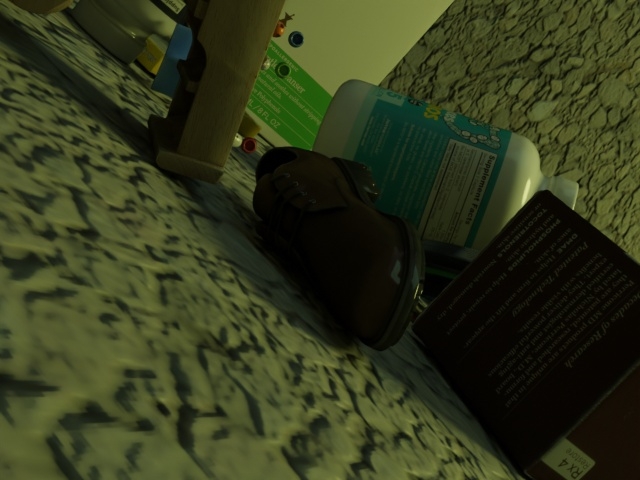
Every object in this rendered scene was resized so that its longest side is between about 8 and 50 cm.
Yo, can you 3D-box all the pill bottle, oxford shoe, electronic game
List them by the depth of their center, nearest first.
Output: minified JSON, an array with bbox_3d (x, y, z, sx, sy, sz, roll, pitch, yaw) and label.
[{"bbox_3d":[0.000,0.000,0.667,0.096,0.083,0.227,18,16,-23],"label":"oxford shoe"},{"bbox_3d":[-0.139,-0.241,0.898,0.094,0.169,0.094,43,7,-7],"label":"pill bottle"},{"bbox_3d":[0.163,0.055,1.021,0.229,0.048,0.229,21,-10,4],"label":"electronic game"},{"bbox_3d":[0.125,-0.060,1.052,0.264,0.146,0.146,20,5,5],"label":"pill bottle"}]

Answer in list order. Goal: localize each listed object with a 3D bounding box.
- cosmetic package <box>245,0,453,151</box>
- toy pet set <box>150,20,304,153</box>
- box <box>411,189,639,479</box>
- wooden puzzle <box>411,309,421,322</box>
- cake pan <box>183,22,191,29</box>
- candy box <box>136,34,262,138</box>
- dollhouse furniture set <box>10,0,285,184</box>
[{"bbox_3d":[0.011,-0.307,1.348,0.197,0.365,0.155,37,8,-35],"label":"cosmetic package"},{"bbox_3d":[-0.082,-0.148,0.896,0.114,0.122,0.065,22,5,-14],"label":"toy pet set"},{"bbox_3d":[0.215,0.100,0.817,0.168,0.167,0.203,39,7,-34],"label":"box"},{"bbox_3d":[0.096,0.077,0.967,0.049,0.006,0.083,39,8,-28],"label":"wooden puzzle"},{"bbox_3d":[-0.273,-0.424,1.524,0.293,0.054,0.293,42,-8,7],"label":"cake pan"},{"bbox_3d":[-0.144,-0.174,1.065,0.105,0.027,0.206,43,6,28],"label":"candy box"},{"bbox_3d":[-0.154,-0.157,0.623,0.242,0.161,0.212,17,15,-17],"label":"dollhouse furniture set"}]
